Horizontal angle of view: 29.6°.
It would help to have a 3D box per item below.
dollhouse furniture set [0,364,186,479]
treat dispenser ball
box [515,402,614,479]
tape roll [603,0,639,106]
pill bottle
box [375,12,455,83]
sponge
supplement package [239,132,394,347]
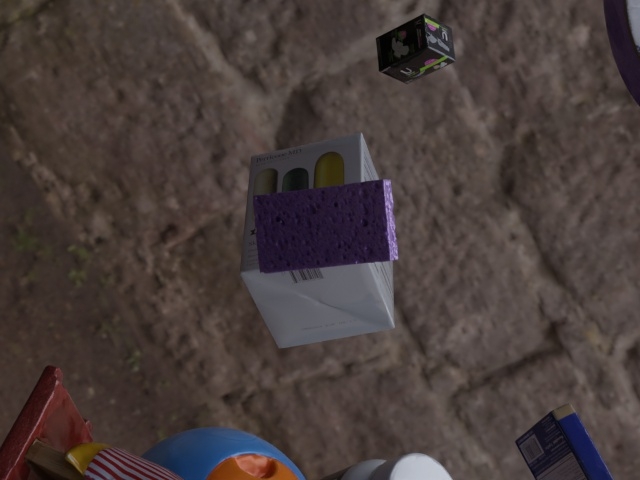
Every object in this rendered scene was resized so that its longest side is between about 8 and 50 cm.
[{"bbox_3d":[-0.105,0.246,0.817,0.374,0.201,0.152,92,23,-65],"label":"dollhouse furniture set"},{"bbox_3d":[-0.142,0.393,1.602,0.288,0.288,0.288,54,21,-31],"label":"treat dispenser ball"},{"bbox_3d":[0.334,0.330,1.533,0.225,0.036,0.136,64,-22,18],"label":"box"},{"bbox_3d":[0.399,-0.252,1.247,0.275,0.090,0.275,171,-90,-74],"label":"tape roll"},{"bbox_3d":[0.061,0.497,2.095,0.204,0.361,0.204,22,54,-34],"label":"pill bottle"},{"bbox_3d":[0.123,-0.248,1.573,0.062,0.083,0.052,16,63,-44],"label":"box"},{"bbox_3d":[0.005,-0.019,1.744,0.031,0.210,0.117,-9,93,-66],"label":"sponge"},{"bbox_3d":[0.000,0.000,1.961,0.263,0.199,0.198,-88,161,-44],"label":"supplement package"}]
